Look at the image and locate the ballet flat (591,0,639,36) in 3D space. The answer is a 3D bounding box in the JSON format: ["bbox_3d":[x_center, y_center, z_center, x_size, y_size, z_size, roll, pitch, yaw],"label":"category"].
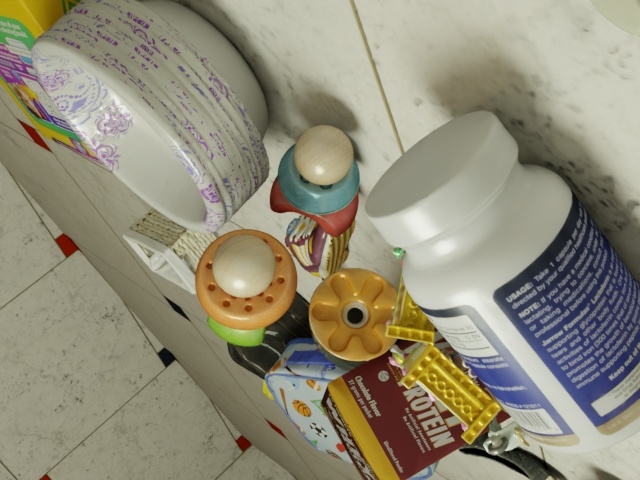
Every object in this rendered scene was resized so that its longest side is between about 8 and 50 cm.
[{"bbox_3d":[0.201,-0.111,0.426,0.206,0.067,0.073,36,159,19],"label":"ballet flat"}]

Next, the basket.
[{"bbox_3d":[-0.267,0.009,1.557,0.167,0.103,0.113,22,152,48],"label":"basket"}]

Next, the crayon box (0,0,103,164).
[{"bbox_3d":[-0.370,-0.258,1.187,0.363,0.106,0.313,23,152,44],"label":"crayon box"}]

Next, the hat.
[{"bbox_3d":[-0.094,0.191,1.563,0.331,0.134,0.331,38,161,15],"label":"hat"}]

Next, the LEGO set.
[{"bbox_3d":[0.113,0.078,0.827,0.287,0.132,0.107,65,172,-7],"label":"LEGO set"}]

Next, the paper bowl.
[{"bbox_3d":[-0.173,-0.154,0.950,0.284,0.148,0.284,38,160,16],"label":"paper bowl"}]

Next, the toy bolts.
[{"bbox_3d":[0.000,0.000,0.857,0.218,0.229,0.158,17,161,2],"label":"toy bolts"}]

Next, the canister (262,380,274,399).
[{"bbox_3d":[-0.031,0.311,1.743,0.170,0.073,0.126,30,129,27],"label":"canister"}]

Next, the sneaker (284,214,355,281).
[{"bbox_3d":[-0.009,-0.003,1.072,0.084,0.069,0.185,33,159,11],"label":"sneaker"}]

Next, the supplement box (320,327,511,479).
[{"bbox_3d":[0.115,0.189,0.982,0.129,0.191,0.194,59,169,14],"label":"supplement box"}]

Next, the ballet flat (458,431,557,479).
[{"bbox_3d":[0.283,0.334,1.248,0.173,0.049,0.057,25,155,42],"label":"ballet flat"}]

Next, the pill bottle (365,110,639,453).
[{"bbox_3d":[0.163,0.035,0.684,0.265,0.153,0.153,49,160,-19],"label":"pill bottle"}]

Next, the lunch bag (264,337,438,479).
[{"bbox_3d":[0.063,0.262,1.367,0.303,0.115,0.243,-5,125,46],"label":"lunch bag"}]

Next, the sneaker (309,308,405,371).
[{"bbox_3d":[0.114,0.158,1.156,0.286,0.109,0.130,36,156,-9],"label":"sneaker"}]
